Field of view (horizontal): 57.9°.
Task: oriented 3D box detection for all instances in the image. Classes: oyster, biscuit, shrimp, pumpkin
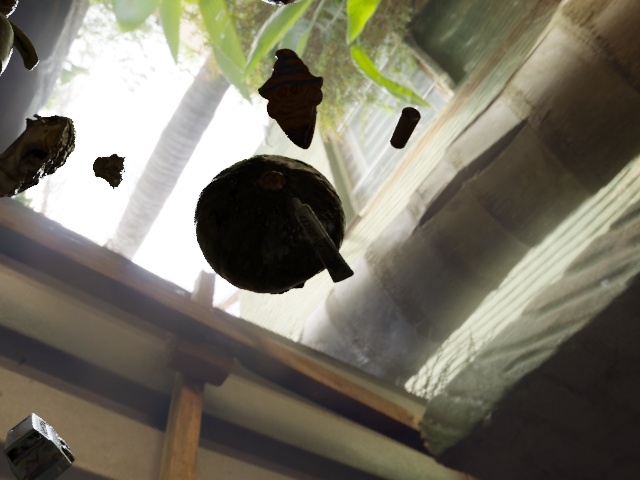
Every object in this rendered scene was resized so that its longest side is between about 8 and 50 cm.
[{"bbox_3d":[-0.731,-0.247,1.991,0.072,0.133,0.209,3,-159,-39],"label":"oyster"},{"bbox_3d":[-0.662,-0.189,1.336,0.271,0.100,0.275,-33,-133,-24],"label":"oyster"},{"bbox_3d":[-0.074,-0.374,1.523,0.043,0.183,0.280,8,-109,-69],"label":"biscuit"},{"bbox_3d":[-0.843,-0.631,1.498,0.066,0.262,0.117,-41,-71,-40],"label":"shrimp"},{"bbox_3d":[-0.145,-0.058,1.697,0.454,0.344,0.454,9,-131,-10],"label":"pumpkin"}]

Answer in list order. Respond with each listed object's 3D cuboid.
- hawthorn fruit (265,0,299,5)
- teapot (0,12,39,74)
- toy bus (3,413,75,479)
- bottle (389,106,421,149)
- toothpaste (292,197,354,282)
[{"bbox_3d":[-0.056,-0.475,0.964,0.200,0.179,0.179,41,-158,-7],"label":"hawthorn fruit"},{"bbox_3d":[-0.414,-0.241,0.668,0.165,0.130,0.119,-11,-107,-60],"label":"teapot"},{"bbox_3d":[-0.664,0.491,1.350,0.109,0.329,0.136,-41,-80,-27],"label":"toy bus"},{"bbox_3d":[0.186,-0.249,1.286,0.045,0.096,0.045,10,-129,-12],"label":"bottle"},{"bbox_3d":[0.000,0.000,1.317,0.233,0.060,0.038,58,-153,-20],"label":"toothpaste"}]
